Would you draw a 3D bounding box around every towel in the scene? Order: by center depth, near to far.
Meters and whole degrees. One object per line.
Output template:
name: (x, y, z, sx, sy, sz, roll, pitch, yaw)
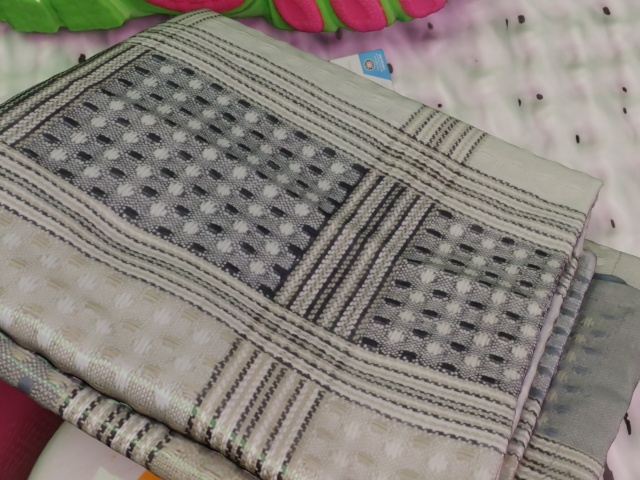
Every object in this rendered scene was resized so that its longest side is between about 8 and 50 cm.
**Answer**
towel: (0.000, 0.000, 0.501, 0.324, 0.056, 0.312, 29, 33, 9)

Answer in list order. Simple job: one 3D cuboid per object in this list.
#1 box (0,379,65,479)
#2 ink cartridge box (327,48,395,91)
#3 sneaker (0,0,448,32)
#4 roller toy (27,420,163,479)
box: (-0.215, 0.064, 0.564, 0.148, 0.127, 0.232, 23, 70, 14)
ink cartridge box: (0.004, -0.083, 0.665, 0.083, 0.028, 0.048, -13, 65, -1)
sneaker: (-0.119, -0.251, 0.697, 0.482, 0.185, 0.202, 10, 49, 6)
roller toy: (-0.040, 0.148, 0.500, 0.209, 0.146, 0.191, 14, 67, 12)
